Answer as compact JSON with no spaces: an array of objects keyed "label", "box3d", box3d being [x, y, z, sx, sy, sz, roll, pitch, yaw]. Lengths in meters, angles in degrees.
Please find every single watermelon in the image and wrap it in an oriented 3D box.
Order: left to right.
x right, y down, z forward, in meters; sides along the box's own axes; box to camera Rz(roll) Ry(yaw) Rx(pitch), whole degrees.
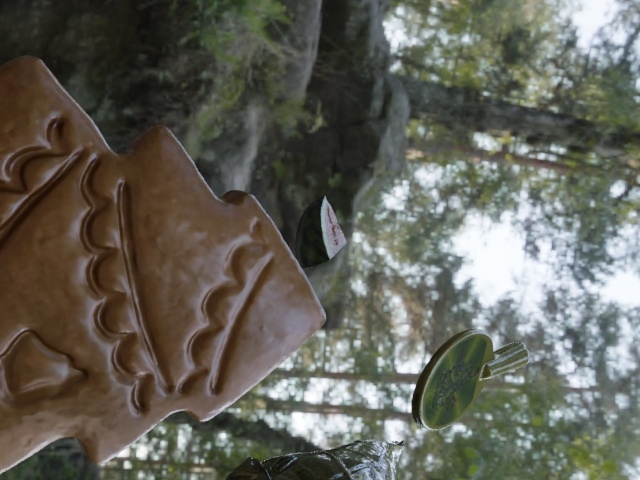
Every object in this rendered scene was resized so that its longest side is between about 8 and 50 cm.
[{"label":"watermelon","box3d":[0.000,0.000,1.598,0.135,0.094,0.125,134,-48,-55]}]

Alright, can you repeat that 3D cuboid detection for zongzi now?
[{"label":"zongzi","box3d":[0.137,0.496,1.476,0.500,0.466,0.218,31,-58,42]}]

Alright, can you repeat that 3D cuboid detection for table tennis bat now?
[{"label":"table tennis bat","box3d":[0.274,0.237,1.624,0.050,0.320,0.199,30,-62,39]}]

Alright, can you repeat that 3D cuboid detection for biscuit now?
[{"label":"biscuit","box3d":[-0.135,0.035,0.592,0.043,0.306,0.284,-154,-108,-66]}]
